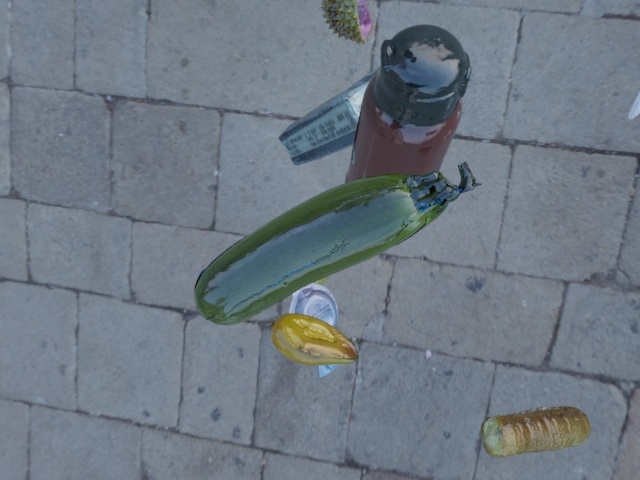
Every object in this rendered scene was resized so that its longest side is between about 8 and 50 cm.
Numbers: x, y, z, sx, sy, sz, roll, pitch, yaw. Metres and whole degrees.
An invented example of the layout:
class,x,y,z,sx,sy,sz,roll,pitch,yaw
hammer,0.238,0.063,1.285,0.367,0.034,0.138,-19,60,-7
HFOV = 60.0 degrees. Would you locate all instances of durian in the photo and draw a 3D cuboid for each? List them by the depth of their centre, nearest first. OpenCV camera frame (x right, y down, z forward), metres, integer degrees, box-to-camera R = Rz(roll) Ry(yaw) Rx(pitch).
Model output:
class,x,y,z,sx,sy,sz,roll,pitch,yaw
durian,0.090,-0.710,1.746,0.154,0.186,0.260,-26,139,10

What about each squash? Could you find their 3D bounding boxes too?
class,x,y,z,sx,sy,sz,roll,pitch,yaw
squash,-0.001,0.000,0.565,0.331,0.087,0.087,-26,96,22

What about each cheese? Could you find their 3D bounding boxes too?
class,x,y,z,sx,sy,sz,roll,pitch,yaw
cheese,-0.002,0.210,1.360,0.135,0.052,0.244,-32,109,-24

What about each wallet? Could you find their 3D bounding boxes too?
class,x,y,z,sx,sy,sz,roll,pitch,yaw
wallet,0.971,-0.448,1.654,0.032,0.183,0.124,27,143,25

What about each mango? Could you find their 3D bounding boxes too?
class,x,y,z,sx,sy,sz,roll,pitch,yaw
mango,-0.016,0.194,1.063,0.187,0.101,0.066,17,130,-7

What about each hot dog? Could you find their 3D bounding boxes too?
class,x,y,z,sx,sy,sz,roll,pitch,yaw
hot dog,0.412,0.354,1.038,0.068,0.289,0.083,-39,54,46

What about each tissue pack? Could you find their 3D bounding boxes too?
class,x,y,z,sx,sy,sz,roll,pitch,yaw
tissue pack,0.074,-0.263,1.126,0.228,0.316,0.103,-39,104,-23

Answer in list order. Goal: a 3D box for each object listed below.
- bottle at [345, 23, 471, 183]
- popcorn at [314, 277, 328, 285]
class,x,y,z,sx,sy,sz,roll,pitch,yaw
bottle,0.117,-0.151,0.790,0.144,0.336,0.144,1,66,-2
popcorn,-0.090,0.100,1.978,0.286,0.225,0.173,22,98,-40
